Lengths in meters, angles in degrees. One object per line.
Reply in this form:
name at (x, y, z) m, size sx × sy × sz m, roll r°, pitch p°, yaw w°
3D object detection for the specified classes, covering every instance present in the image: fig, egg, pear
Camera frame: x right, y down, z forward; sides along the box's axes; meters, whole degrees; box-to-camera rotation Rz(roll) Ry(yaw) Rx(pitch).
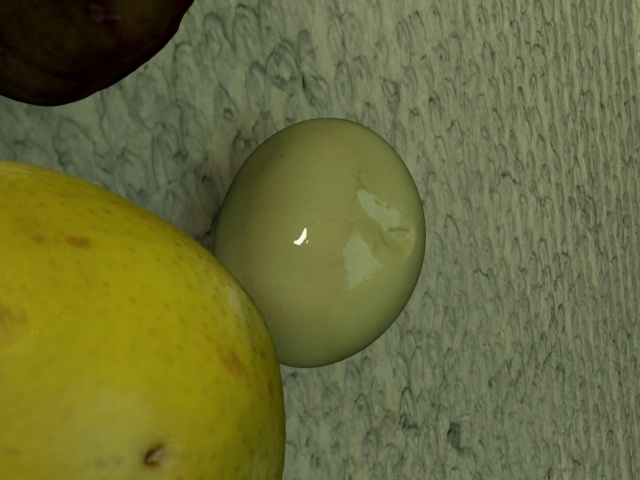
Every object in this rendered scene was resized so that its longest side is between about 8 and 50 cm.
fig at (-0.226, -0.263, 0.683) m, size 0.217 × 0.217 × 0.320 m, roll -43°, pitch 104°, yaw -43°
egg at (0.000, 0.000, 0.973) m, size 0.219 × 0.219 × 0.269 m, roll 33°, pitch 68°, yaw -51°
pear at (-0.206, 0.128, 0.592) m, size 0.418 × 0.363 × 0.362 m, roll 22°, pitch 77°, yaw -57°
